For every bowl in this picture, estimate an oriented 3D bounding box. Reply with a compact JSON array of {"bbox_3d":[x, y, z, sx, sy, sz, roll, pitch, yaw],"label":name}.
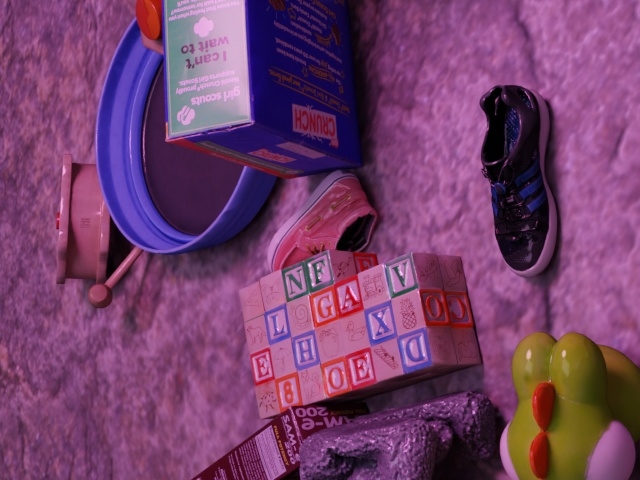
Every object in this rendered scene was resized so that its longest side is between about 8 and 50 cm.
[{"bbox_3d":[-0.187,-0.172,1.530,0.391,0.077,0.391,-7,80,45],"label":"bowl"}]

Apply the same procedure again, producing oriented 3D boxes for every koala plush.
[{"bbox_3d":[0.089,0.295,1.127,0.203,0.196,0.221,-19,85,35],"label":"koala plush"}]

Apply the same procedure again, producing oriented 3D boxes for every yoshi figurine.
[{"bbox_3d":[0.258,0.251,1.001,0.203,0.204,0.362,-107,10,-81],"label":"yoshi figurine"}]

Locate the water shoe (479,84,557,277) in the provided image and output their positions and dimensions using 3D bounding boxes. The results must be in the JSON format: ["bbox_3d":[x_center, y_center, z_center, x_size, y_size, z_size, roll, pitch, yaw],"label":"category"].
[{"bbox_3d":[0.196,-0.062,1.116,0.073,0.080,0.203,-9,80,47],"label":"water shoe"}]

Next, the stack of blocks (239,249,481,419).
[{"bbox_3d":[0.037,0.100,1.267,0.297,0.087,0.171,-24,69,43],"label":"stack of blocks"}]

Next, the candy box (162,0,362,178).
[{"bbox_3d":[-0.067,-0.250,1.262,0.122,0.268,0.317,-10,78,26],"label":"candy box"}]

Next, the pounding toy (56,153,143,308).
[{"bbox_3d":[-0.344,-0.009,1.696,0.154,0.155,0.269,125,146,-66],"label":"pounding toy"}]

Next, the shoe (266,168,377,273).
[{"bbox_3d":[0.000,0.000,1.331,0.178,0.063,0.081,-51,48,26],"label":"shoe"}]

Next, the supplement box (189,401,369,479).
[{"bbox_3d":[-0.051,0.285,1.317,0.239,0.130,0.073,-40,59,36],"label":"supplement box"}]

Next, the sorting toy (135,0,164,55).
[{"bbox_3d":[-0.206,-0.376,1.394,0.229,0.041,0.307,34,136,45],"label":"sorting toy"}]
